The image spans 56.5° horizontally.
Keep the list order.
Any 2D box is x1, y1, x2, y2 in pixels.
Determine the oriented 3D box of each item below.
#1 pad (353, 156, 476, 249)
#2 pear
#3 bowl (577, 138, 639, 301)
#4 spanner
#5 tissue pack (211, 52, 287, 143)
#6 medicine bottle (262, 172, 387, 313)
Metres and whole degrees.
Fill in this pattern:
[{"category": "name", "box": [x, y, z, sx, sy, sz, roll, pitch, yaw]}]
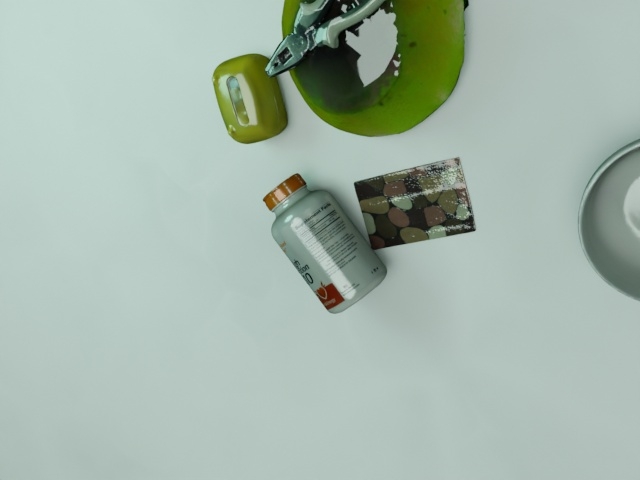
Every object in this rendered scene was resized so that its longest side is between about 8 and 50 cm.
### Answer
[{"category": "pad", "box": [0.193, -0.071, 1.237, 0.234, 0.003, 0.158, -11, 103, 27]}, {"category": "pear", "box": [0.072, -0.377, 1.089, 0.398, 0.165, 0.399, 8, 111, 22]}, {"category": "bowl", "box": [0.582, -0.045, 0.987, 0.286, 0.143, 0.287, 8, 111, 22]}, {"category": "spanner", "box": [0.023, -0.380, 0.991, 0.324, 0.040, 0.096, -35, 91, 29]}, {"category": "tissue pack", "box": [-0.149, -0.294, 1.244, 0.123, 0.127, 0.178, -10, 105, 25]}, {"category": "medicine bottle", "box": [0.000, 0.000, 1.262, 0.157, 0.157, 0.289, -37, 90, 30]}]
